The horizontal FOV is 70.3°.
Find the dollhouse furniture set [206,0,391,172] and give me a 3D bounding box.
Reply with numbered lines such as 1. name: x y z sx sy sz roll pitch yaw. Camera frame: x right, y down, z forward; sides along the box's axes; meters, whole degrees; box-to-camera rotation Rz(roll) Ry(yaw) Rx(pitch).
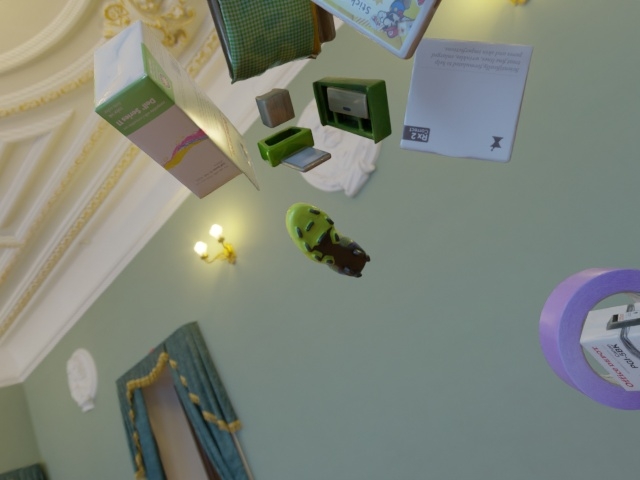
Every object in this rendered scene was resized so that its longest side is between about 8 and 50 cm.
1. dollhouse furniture set: -0.026 -0.279 0.712 0.197 0.151 0.301 -33 -51 -24

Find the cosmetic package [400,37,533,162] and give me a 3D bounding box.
1. cosmetic package: 0.214 -0.207 0.686 0.151 0.151 0.183 10 16 13

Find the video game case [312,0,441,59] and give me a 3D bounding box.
1. video game case: 0.045 -0.329 0.440 0.026 0.227 0.206 -34 -22 -49

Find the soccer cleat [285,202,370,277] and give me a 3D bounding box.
1. soccer cleat: 0.000 0.001 0.975 0.289 0.121 0.093 37 -97 -50

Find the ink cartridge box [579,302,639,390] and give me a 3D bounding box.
1. ink cartridge box: 0.396 0.122 0.526 0.056 0.099 0.135 -50 8 -31

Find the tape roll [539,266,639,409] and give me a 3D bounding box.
1. tape roll: 0.602 0.193 0.924 0.274 0.275 0.090 -28 -2 1

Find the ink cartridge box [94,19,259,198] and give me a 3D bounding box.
1. ink cartridge box: -0.279 -0.232 0.928 0.119 0.207 0.353 -29 -38 11
